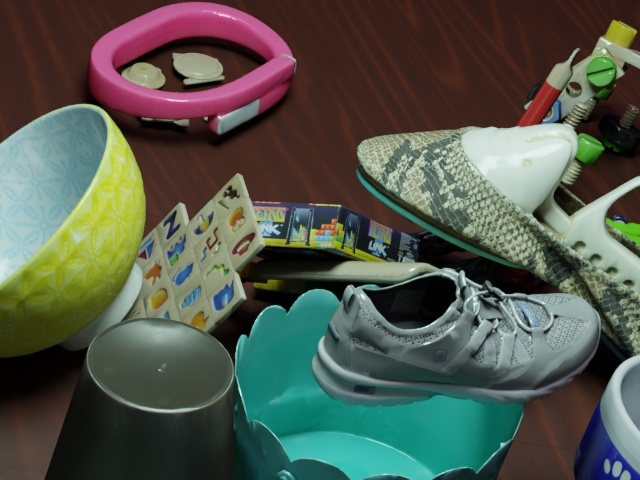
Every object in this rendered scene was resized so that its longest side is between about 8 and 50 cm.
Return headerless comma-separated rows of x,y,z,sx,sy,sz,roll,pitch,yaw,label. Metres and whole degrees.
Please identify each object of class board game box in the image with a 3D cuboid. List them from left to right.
0.000,0.000,1.981,0.141,0.048,0.170,5,-9,31,board game box

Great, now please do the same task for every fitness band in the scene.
-0.156,-0.217,2.388,0.209,0.054,0.291,28,36,23,fitness band

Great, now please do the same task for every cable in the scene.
0.122,0.020,2.149,0.184,0.047,0.150,-5,14,4,cable

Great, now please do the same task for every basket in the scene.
-0.153,0.194,1.707,0.204,0.227,0.154,27,38,19,basket

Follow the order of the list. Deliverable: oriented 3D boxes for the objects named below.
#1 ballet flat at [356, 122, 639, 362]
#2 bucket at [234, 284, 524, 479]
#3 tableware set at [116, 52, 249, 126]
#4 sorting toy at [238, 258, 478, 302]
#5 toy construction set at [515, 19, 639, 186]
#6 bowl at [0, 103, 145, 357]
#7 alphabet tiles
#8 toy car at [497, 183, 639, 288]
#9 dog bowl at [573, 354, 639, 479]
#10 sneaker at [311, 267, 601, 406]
0.274,-0.012,2.038,0.482,0.182,0.164,36,29,0,ballet flat
0.041,0.194,1.803,0.281,0.183,0.281,7,36,-5,bucket
-0.173,-0.187,2.404,0.141,0.020,0.169,-4,37,-23,tableware set
0.042,0.058,2.013,0.307,0.041,0.229,1,-12,41,sorting toy
0.379,-0.189,2.316,0.257,0.237,0.308,44,25,30,toy construction set
-0.271,0.020,1.946,0.156,0.289,0.289,47,24,-28,bowl
-0.147,0.047,1.935,0.009,0.237,0.198,33,23,-34,alphabet tiles
0.305,0.000,2.257,0.225,0.053,0.239,12,36,-1,toy car
0.383,0.227,1.878,0.264,0.104,0.265,18,26,-9,dog bowl
0.135,0.079,1.729,0.281,0.115,0.105,-7,39,-26,sneaker
